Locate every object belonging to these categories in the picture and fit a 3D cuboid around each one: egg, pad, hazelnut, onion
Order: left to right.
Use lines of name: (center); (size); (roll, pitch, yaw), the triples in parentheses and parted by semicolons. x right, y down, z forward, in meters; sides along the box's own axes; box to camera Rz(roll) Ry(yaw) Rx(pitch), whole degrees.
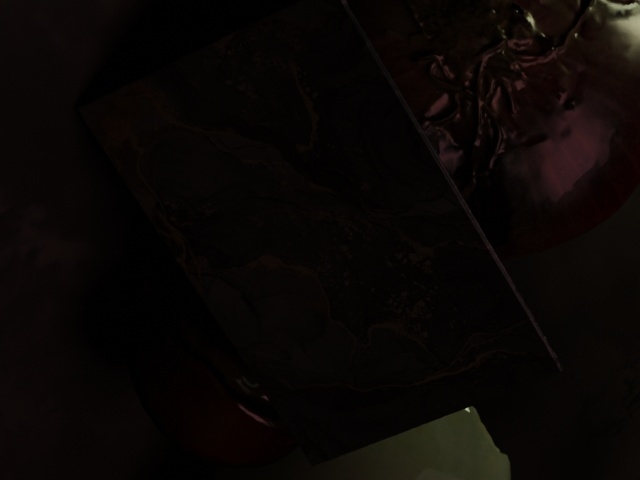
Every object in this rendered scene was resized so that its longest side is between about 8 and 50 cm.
hazelnut: (-0.062, 0.072, 1.727); (0.251, 0.217, 0.217); (-53, 149, -2)
pad: (0.000, 0.000, 1.545); (0.248, 0.367, 0.007); (-23, -161, 25)
egg: (0.025, 0.267, 1.950); (0.336, 0.278, 0.278); (-46, 149, -2)
onion: (0.113, -0.148, 1.619); (0.354, 0.353, 0.353); (-34, 144, -29)
